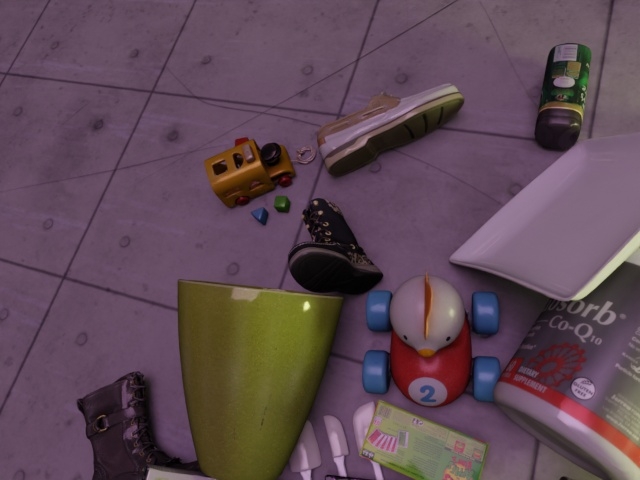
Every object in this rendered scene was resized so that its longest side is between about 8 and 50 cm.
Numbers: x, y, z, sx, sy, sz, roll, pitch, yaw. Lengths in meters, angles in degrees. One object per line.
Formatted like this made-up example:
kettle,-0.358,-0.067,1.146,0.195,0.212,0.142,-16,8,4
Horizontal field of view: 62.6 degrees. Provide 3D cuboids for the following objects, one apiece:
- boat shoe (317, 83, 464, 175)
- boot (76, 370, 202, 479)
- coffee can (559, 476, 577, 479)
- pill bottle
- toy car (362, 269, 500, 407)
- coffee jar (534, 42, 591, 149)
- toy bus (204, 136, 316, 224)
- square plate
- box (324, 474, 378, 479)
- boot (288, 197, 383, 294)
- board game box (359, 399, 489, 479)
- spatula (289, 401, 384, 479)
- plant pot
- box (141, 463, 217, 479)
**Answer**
boat shoe,0.132,-0.244,1.053,0.302,0.113,0.103,-25,70,5
boot,-0.324,0.347,0.942,0.262,0.091,0.229,-18,65,10
coffee can,0.440,0.425,0.643,0.275,0.201,0.202,6,70,17
pill bottle,0.430,0.137,0.760,0.210,0.210,0.363,32,78,24
toy car,0.165,0.141,0.814,0.219,0.238,0.210,0,68,15
coffee jar,0.454,-0.267,0.986,0.079,0.096,0.185,10,72,21
toy bus,-0.139,-0.155,1.093,0.190,0.104,0.202,19,74,21
square plate,0.405,-0.045,0.818,0.347,0.344,0.049,-41,103,-4
box,0.081,0.435,0.817,0.162,0.029,0.116,1,68,11
boot,-0.001,0.001,0.932,0.085,0.236,0.179,-42,57,21
board game box,0.163,0.332,0.837,0.181,0.043,0.092,18,74,17
spatula,0.038,0.406,0.864,0.168,0.019,0.242,-15,66,3
plant pot,-0.113,0.223,0.862,0.274,0.275,0.294,5,84,17
box,-0.188,0.523,0.786,0.232,0.058,0.322,17,68,-17
